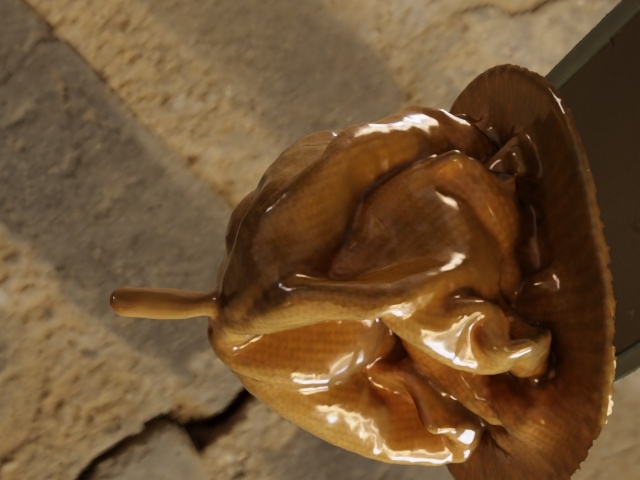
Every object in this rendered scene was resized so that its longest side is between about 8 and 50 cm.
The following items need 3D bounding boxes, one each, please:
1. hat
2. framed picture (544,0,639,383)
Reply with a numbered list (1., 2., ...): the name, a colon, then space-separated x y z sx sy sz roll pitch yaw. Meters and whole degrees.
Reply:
1. hat: -0.001 0.035 0.817 0.233 0.244 0.233 -1 -132 -24
2. framed picture: 0.190 -0.017 1.053 0.018 0.293 0.231 -2 -111 -23
